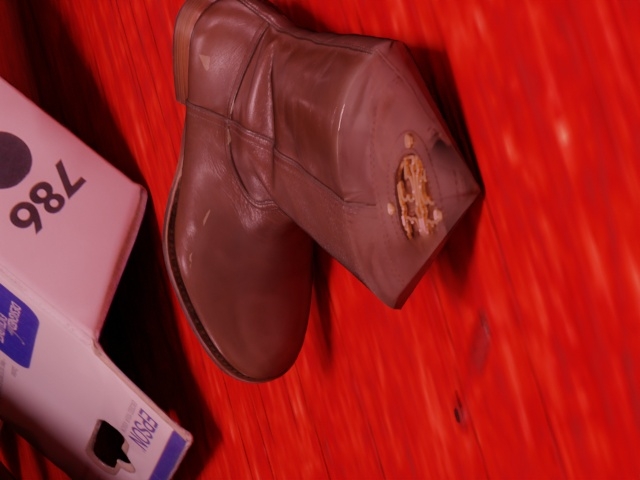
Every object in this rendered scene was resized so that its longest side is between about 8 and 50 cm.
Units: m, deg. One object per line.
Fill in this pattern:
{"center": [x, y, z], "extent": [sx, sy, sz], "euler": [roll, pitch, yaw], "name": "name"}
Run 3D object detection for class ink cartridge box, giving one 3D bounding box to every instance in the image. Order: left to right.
{"center": [-0.168, -0.029, 0.675], "extent": [0.332, 0.065, 0.165], "euler": [40, 156, 3], "name": "ink cartridge box"}

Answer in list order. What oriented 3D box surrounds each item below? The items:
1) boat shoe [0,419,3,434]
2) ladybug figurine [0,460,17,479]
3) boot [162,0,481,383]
{"center": [-0.211, 0.125, 1.011], "extent": [0.063, 0.066, 0.184], "euler": [145, 128, -77], "name": "boat shoe"}
{"center": [-0.200, 0.146, 0.729], "extent": [0.449, 0.162, 0.305], "euler": [39, 168, 44], "name": "ladybug figurine"}
{"center": [0.000, 0.000, 0.397], "extent": [0.114, 0.037, 0.106], "euler": [31, 134, 60], "name": "boot"}
